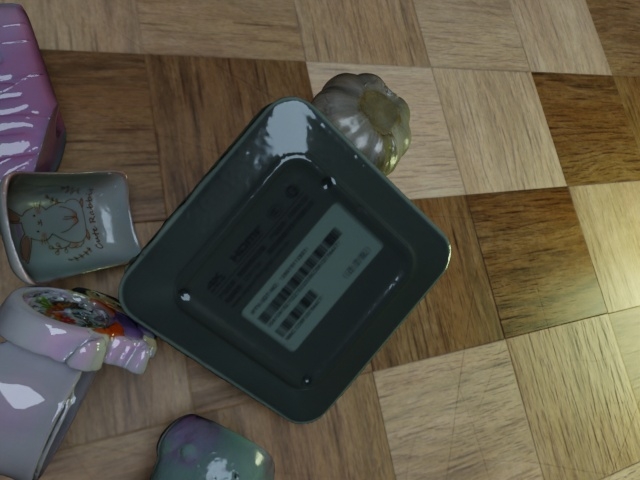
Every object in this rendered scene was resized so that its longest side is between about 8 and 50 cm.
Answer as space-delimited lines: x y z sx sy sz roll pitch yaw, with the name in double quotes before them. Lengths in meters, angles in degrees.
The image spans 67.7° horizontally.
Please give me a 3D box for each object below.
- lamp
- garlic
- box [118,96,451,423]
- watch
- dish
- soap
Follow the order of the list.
"lamp" -0.179 0.402 0.626 0.247 0.247 0.301 35 58 -12
"garlic" 0.073 -0.220 0.950 0.227 0.152 0.228 9 64 -19
"box" -0.041 0.042 0.744 0.396 0.111 0.396 40 89 -21
"watch" -0.349 0.193 0.648 0.196 0.244 0.231 23 90 -11
"dish" -0.375 -0.023 0.705 0.212 0.077 0.151 -22 105 -67
"soap" -0.506 -0.187 0.733 0.192 0.109 0.324 -18 83 -24
